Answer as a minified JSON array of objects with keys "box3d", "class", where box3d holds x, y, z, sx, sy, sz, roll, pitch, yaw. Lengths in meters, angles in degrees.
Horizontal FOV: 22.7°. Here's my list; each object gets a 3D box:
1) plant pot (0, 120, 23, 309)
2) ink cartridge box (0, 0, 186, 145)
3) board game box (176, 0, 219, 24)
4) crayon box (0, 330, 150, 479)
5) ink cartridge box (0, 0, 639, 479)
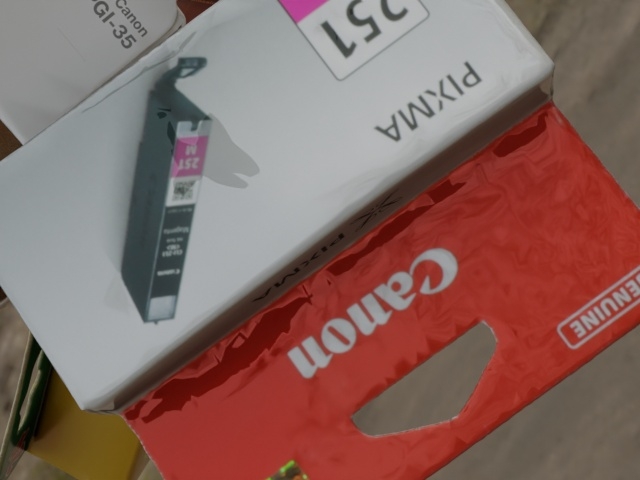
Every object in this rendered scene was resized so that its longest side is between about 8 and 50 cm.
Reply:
[{"box3d":[-0.257,-0.059,1.216,0.167,0.167,0.165,-49,6,49],"class":"plant pot"},{"box3d":[-0.203,-0.178,0.953,0.117,0.207,0.283,-40,16,-4],"class":"ink cartridge box"},{"box3d":[0.000,-0.179,1.404,0.145,0.281,0.027,134,140,-64],"class":"board game box"},{"box3d":[-0.099,0.029,1.063,0.318,0.081,0.202,-58,-7,-44],"class":"crayon box"},{"box3d":[0.000,0.000,0.760,0.275,0.239,0.060,-36,-13,1],"class":"ink cartridge box"}]
